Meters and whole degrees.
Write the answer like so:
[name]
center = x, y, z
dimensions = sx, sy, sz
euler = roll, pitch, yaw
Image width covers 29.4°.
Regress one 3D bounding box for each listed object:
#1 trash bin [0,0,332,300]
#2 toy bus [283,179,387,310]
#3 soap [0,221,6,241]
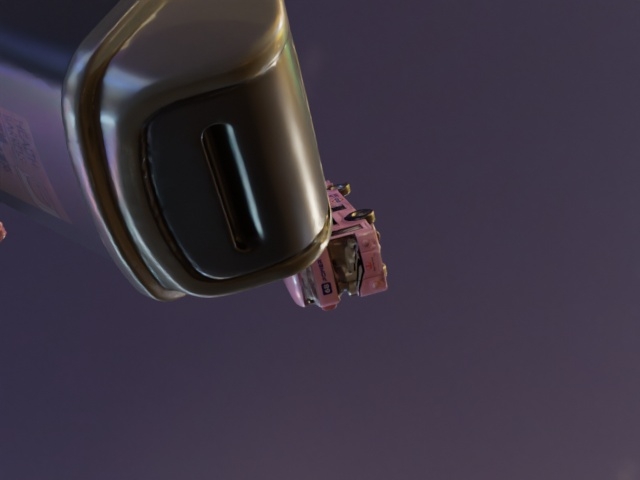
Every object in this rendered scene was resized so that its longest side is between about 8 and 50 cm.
[trash bin]
center = -0.131, -0.094, 0.765
dimensions = 0.182, 0.290, 0.209
euler = -51, -32, -28
[toy bus]
center = 0.000, 0.000, 1.046
dimensions = 0.090, 0.203, 0.063
euler = -15, -73, -7
[soap]
center = -0.456, -0.013, 0.970
dimensions = 0.233, 0.128, 0.359
euler = -51, -35, 1
